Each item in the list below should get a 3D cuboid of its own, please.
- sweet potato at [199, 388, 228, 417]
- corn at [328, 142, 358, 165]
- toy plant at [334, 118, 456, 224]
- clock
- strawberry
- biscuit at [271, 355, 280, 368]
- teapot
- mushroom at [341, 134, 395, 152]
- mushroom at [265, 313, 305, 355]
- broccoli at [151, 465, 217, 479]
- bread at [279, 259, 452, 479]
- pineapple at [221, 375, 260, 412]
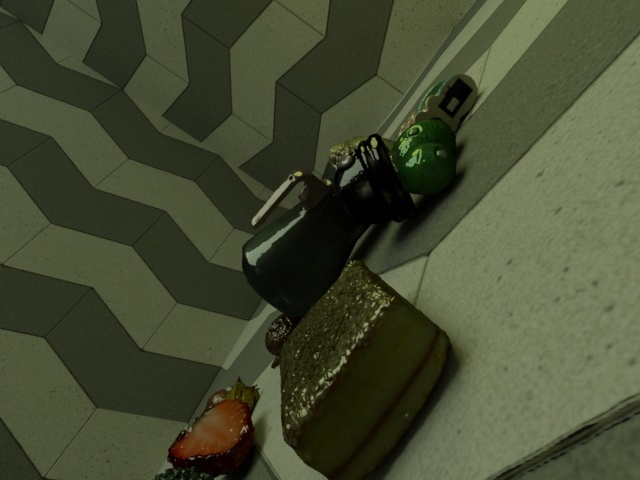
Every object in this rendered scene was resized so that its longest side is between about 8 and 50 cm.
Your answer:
[{"bbox_3d":[-0.327,0.556,1.303,0.292,0.097,0.097,-62,2,28],"label":"sweet potato"},{"bbox_3d":[0.127,-0.195,1.078,0.079,0.236,0.080,-31,-50,-45],"label":"corn"},{"bbox_3d":[0.152,-0.131,0.797,0.234,0.176,0.218,-25,24,17],"label":"toy plant"},{"bbox_3d":[0.260,-0.283,0.998,0.194,0.100,0.195,-53,8,-4],"label":"clock"},{"bbox_3d":[-0.201,0.434,0.880,0.190,0.111,0.236,-31,10,-35],"label":"strawberry"},{"bbox_3d":[-0.109,0.313,1.161,0.082,0.016,0.092,-58,4,-17],"label":"biscuit"},{"bbox_3d":[-0.028,-0.015,1.032,0.344,0.300,0.253,-50,45,7],"label":"teapot"},{"bbox_3d":[0.106,-0.191,1.245,0.267,0.163,0.190,-12,54,59],"label":"mushroom"},{"bbox_3d":[-0.087,0.232,1.073,0.109,0.084,0.126,-52,13,34],"label":"mushroom"},{"bbox_3d":[-0.266,0.526,0.716,0.275,0.177,0.198,-71,14,-12],"label":"broccoli"},{"bbox_3d":[0.039,0.134,0.490,0.184,0.110,0.234,-53,8,3],"label":"bread"},{"bbox_3d":[-0.244,0.476,1.079,0.135,0.079,0.233,-54,6,41],"label":"pineapple"}]
